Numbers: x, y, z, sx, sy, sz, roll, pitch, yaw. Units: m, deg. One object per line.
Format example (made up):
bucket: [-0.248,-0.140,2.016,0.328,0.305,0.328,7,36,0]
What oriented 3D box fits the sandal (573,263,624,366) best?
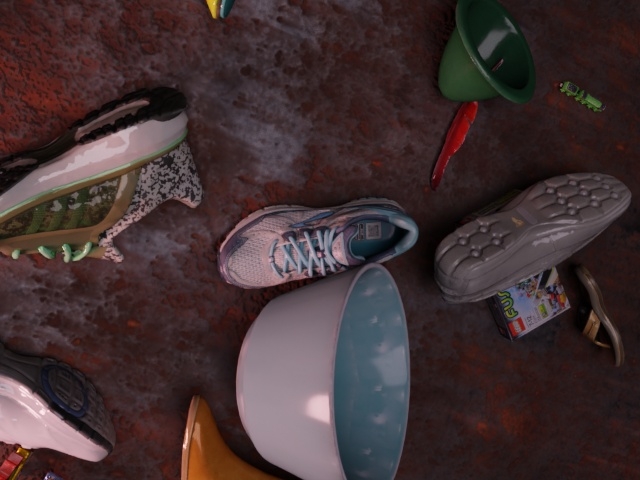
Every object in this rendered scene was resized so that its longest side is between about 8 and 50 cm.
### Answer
sandal: [0.430,0.121,1.296,0.049,0.072,0.180,-25,105,5]

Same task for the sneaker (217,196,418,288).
sneaker: [0.000,0.000,1.110,0.283,0.122,0.110,-15,103,-14]

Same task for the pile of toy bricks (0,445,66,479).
pile of toy bricks: [-0.410,0.385,1.050,0.118,0.105,0.212,30,90,0]

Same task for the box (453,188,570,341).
box: [0.296,0.039,1.253,0.114,0.036,0.206,-29,107,-10]

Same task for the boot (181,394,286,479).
boot: [-0.079,0.344,1.133,0.211,0.104,0.295,1,112,3]

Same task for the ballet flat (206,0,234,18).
ballet flat: [-0.115,-0.397,1.037,0.077,0.077,0.230,22,90,2]

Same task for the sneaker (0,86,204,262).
sneaker: [-0.317,-0.023,1.007,0.411,0.158,0.182,-28,119,-7]

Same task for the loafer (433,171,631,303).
loafer: [0.304,-0.004,1.183,0.320,0.112,0.111,-22,141,-13]

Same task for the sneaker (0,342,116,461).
sneaker: [-0.403,0.208,1.050,0.297,0.111,0.129,33,105,-16]

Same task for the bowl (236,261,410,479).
bowl: [0.000,0.183,1.078,0.163,0.311,0.311,-1,103,22]

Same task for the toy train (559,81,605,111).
toy train: [0.400,-0.219,1.244,0.083,0.024,0.017,24,92,-19]

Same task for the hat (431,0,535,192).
hat: [0.187,-0.228,1.179,0.173,0.184,0.208,35,47,-26]
